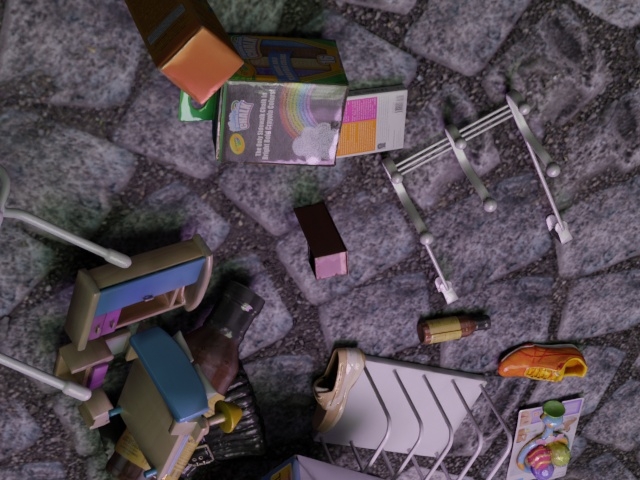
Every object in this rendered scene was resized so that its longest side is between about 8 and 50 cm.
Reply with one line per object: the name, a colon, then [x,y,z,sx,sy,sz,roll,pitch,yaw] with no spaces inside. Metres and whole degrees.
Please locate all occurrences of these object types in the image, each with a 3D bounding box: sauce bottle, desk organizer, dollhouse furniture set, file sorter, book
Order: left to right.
dollhouse furniture set: [-0.209,0.197,1.671,0.198,0.303,0.286,-18,149,-34]
sauce bottle: [-0.196,0.224,1.783,0.111,0.111,0.344,39,78,-38]
desk organizer: [0.000,0.000,1.750,0.050,0.130,0.047,-12,129,-10]
book: [0.054,-0.172,1.706,0.144,0.035,0.096,-8,124,-17]
file sorter: [0.165,0.344,2.049,0.277,0.173,0.193,13,120,-30]
sauce bottle: [0.231,0.151,2.013,0.128,0.042,0.042,-6,127,-17]

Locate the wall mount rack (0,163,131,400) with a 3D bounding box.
wall mount rack: [-0.425,0.066,1.500,0.304,0.350,0.130,5,147,9]

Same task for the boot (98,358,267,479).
boot: [-0.210,0.367,1.942,0.260,0.131,0.348,-16,129,-10]

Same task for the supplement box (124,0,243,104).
supplement box: [-0.171,-0.260,1.416,0.080,0.233,0.078,-45,128,10]

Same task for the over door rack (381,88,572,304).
over door rack: [0.260,-0.050,1.831,0.239,0.108,0.324,-28,131,1]

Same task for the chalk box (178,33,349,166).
chalk box: [-0.082,-0.189,1.564,0.213,0.132,0.132,3,126,-10]

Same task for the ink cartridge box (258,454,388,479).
ink cartridge box: [-0.047,0.527,1.957,0.270,0.151,0.395,22,137,-31]

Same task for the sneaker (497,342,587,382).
sneaker: [0.405,0.225,2.124,0.175,0.067,0.064,-5,129,-16]

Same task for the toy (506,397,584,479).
toy: [0.444,0.413,2.288,0.136,0.056,0.237,-10,128,-13]

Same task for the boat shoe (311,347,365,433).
boat shoe: [0.016,0.252,1.995,0.059,0.063,0.170,15,109,-27]
